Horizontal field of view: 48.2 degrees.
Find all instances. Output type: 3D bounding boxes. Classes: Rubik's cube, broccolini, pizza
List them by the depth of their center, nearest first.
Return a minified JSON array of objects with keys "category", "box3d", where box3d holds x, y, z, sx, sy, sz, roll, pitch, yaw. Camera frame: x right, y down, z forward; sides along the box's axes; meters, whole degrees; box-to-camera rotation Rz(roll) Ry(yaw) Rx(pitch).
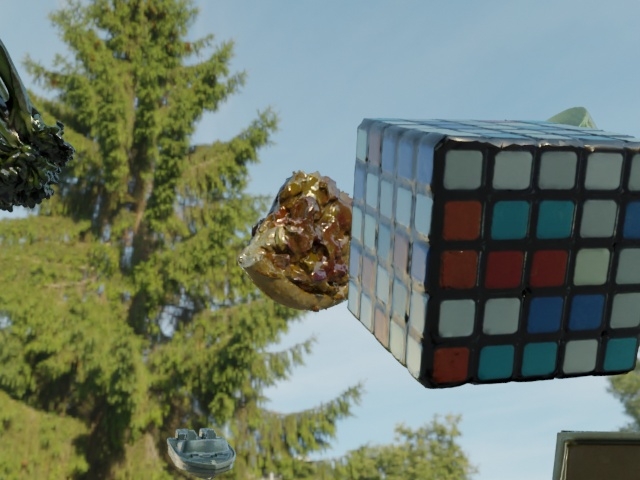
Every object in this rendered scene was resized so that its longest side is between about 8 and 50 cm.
[{"category":"broccolini","box3d":[-0.170,-0.113,0.327,0.067,0.058,0.216,-19,-59,-21]},{"category":"Rubik's cube","box3d":[0.135,-0.002,0.583,0.187,0.184,0.182,-1,-75,-14]},{"category":"pizza","box3d":[0.000,0.000,1.401,0.114,0.278,0.408,-6,-5,40]}]

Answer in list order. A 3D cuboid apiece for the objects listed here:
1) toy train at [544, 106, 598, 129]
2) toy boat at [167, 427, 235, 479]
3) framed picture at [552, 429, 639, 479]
[{"category":"toy train","box3d":[0.330,-0.012,0.853,0.307,0.189,0.126,54,-16,-16]},{"category":"toy boat","box3d":[-0.277,0.502,1.694,0.141,0.092,0.319,3,-4,-19]},{"category":"framed picture","box3d":[0.262,0.261,0.557,0.189,0.260,0.023,-11,-50,34]}]
